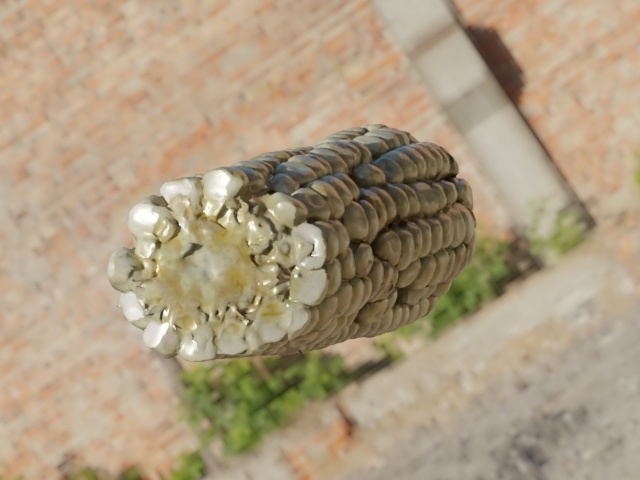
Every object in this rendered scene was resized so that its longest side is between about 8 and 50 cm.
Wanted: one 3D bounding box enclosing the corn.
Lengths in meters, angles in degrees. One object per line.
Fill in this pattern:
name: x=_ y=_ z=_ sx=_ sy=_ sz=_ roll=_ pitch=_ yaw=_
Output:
corn: x=0.000 y=0.000 z=0.740 sx=0.087 sy=0.087 sz=0.211 roll=-34 pitch=-7 yaw=19
